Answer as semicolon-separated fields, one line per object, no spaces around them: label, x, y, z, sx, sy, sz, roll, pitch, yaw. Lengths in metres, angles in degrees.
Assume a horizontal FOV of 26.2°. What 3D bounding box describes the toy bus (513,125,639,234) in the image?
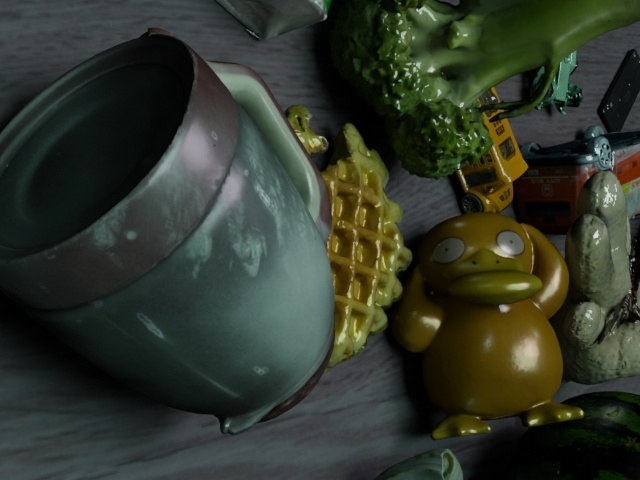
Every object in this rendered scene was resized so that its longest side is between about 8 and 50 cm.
toy bus;0.351;-0.079;1.739;0.265;0.121;0.120;-16;102;-49

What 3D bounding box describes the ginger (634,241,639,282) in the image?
ginger;0.612;-0.039;1.932;0.418;0.254;0.176;-29;97;-53

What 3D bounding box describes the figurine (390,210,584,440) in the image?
figurine;0.177;0.091;1.475;0.215;0.215;0.228;-24;114;-48

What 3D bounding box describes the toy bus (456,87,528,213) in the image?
toy bus;0.187;-0.106;1.585;0.069;0.074;0.162;-38;108;-47

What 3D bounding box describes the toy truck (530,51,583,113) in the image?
toy truck;0.292;-0.241;1.746;0.080;0.078;0.154;1;97;-48

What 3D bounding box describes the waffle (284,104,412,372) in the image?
waffle;0.002;-0.001;1.371;0.261;0.056;0.250;-47;116;-45

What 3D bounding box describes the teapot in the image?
teapot;-0.097;-0.010;1.143;0.312;0.233;0.315;51;45;-37

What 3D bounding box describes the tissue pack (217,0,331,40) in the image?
tissue pack;-0.026;-0.333;1.340;0.148;0.156;0.209;37;57;-34

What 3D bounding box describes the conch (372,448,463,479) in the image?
conch;0.087;0.302;1.344;0.200;0.131;0.172;76;4;-45

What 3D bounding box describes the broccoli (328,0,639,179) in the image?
broccoli;0.155;-0.234;1.453;0.254;0.302;0.186;52;4;8

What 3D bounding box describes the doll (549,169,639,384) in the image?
doll;0.333;0.058;1.587;0.175;0.149;0.278;-36;138;-18

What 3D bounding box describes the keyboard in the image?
keyboard;0.425;-0.206;1.923;0.053;0.010;0.155;56;46;-25

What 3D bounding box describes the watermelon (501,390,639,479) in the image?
watermelon;0.320;0.304;1.514;0.269;0.269;0.269;14;71;-46
